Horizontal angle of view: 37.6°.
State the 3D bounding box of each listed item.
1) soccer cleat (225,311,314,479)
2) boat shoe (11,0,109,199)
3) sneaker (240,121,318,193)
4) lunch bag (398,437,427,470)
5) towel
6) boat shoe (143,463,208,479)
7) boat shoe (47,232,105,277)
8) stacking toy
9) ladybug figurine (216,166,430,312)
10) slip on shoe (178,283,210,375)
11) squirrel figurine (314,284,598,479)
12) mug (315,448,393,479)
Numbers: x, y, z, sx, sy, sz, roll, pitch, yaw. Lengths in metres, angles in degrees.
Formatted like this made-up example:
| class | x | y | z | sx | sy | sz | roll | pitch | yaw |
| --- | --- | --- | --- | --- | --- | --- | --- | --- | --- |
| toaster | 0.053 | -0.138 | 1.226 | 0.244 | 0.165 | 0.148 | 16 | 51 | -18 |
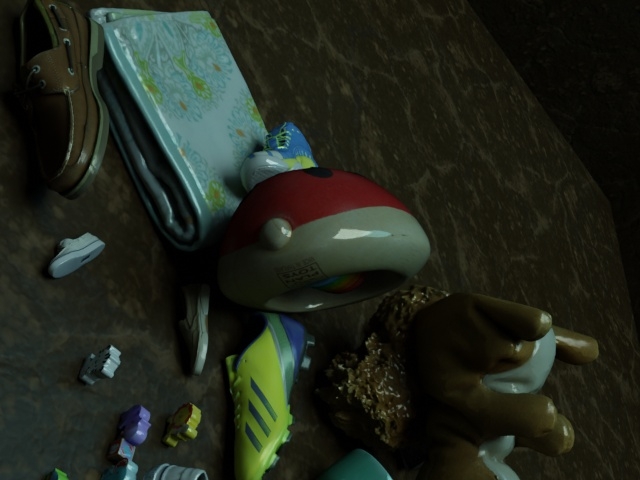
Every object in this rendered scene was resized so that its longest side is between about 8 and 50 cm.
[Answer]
| class | x | y | z | sx | sy | sz | roll | pitch | yaw |
| --- | --- | --- | --- | --- | --- | --- | --- | --- | --- |
| soccer cleat | -0.093 | 0.224 | 1.346 | 0.121 | 0.093 | 0.289 | 24 | 46 | -9 |
| boat shoe | -0.344 | -0.186 | 1.196 | 0.104 | 0.111 | 0.307 | 30 | 35 | -42 |
| sneaker | -0.071 | -0.128 | 1.465 | 0.126 | 0.091 | 0.240 | 66 | 16 | 16 |
| lunch bag | 0.230 | 0.263 | 1.757 | 0.235 | 0.169 | 0.287 | 11 | 53 | -52 |
| towel | -0.193 | -0.183 | 1.453 | 0.320 | 0.090 | 0.374 | -26 | 92 | -61 |
| boat shoe | -0.148 | 0.368 | 1.074 | 0.083 | 0.076 | 0.226 | -32 | 112 | -63 |
| boat shoe | -0.311 | 0.015 | 1.168 | 0.035 | 0.035 | 0.100 | 39 | 32 | 7 |
| stacking toy | -0.226 | 0.252 | 1.106 | 0.167 | 0.052 | 0.221 | 45 | 35 | -33 |
| ladybug figurine | 0.000 | 0.000 | 1.389 | 0.449 | 0.305 | 0.162 | 34 | 41 | -74 |
| slip on shoe | -0.178 | 0.122 | 1.302 | 0.041 | 0.051 | 0.135 | 7 | 65 | -13 |
| squirrel figurine | 0.204 | 0.274 | 1.511 | 0.281 | 0.397 | 0.370 | 27 | 78 | -61 |
| mug | 0.055 | 0.401 | 1.391 | 0.097 | 0.129 | 0.157 | -30 | 106 | -25 |
